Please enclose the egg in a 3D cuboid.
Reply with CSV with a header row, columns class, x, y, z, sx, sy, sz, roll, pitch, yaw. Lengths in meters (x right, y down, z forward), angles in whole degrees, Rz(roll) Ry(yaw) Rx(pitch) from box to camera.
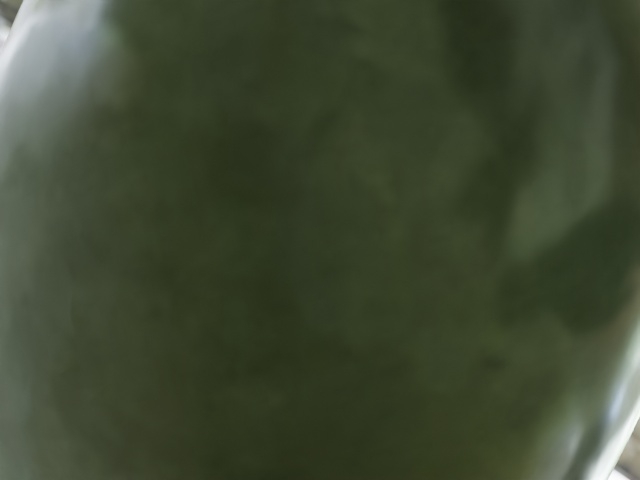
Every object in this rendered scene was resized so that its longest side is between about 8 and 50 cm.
class,x,y,z,sx,sy,sz,roll,pitch,yaw
egg,0.000,0.000,0.622,0.258,0.352,0.258,15,6,-2
